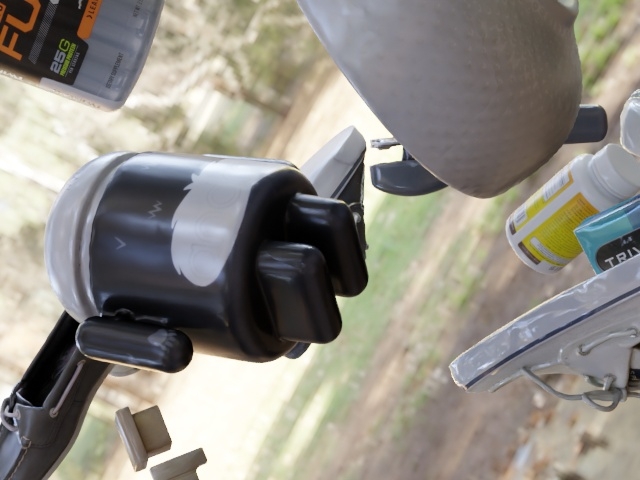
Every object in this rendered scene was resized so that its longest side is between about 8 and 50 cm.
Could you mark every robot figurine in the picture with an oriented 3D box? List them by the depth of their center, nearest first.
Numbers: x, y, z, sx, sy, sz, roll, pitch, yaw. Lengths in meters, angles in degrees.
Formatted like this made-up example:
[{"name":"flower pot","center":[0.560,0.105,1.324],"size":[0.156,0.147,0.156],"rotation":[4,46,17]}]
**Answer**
[{"name":"robot figurine","center":[-0.102,0.014,1.308],"size":[0.209,0.278,0.174],"rotation":[-6,-79,-64]}]

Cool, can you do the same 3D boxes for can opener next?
[{"name":"can opener","center":[0.198,-0.106,1.815],"size":[0.076,0.283,0.095],"rotation":[-98,4,-86]}]

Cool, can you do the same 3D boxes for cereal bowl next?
[{"name":"cereal bowl","center":[0.106,-0.208,1.224],"size":[0.141,0.339,0.339],"rotation":[-32,17,23]}]

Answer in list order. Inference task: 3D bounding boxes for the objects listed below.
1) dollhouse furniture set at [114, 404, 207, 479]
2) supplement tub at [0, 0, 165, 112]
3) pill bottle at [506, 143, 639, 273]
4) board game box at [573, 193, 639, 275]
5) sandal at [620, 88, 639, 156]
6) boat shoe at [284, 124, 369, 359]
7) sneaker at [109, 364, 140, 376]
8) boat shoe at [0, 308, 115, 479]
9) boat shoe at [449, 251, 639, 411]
[{"name":"dollhouse furniture set","center":[-0.126,0.272,1.051],"size":[0.173,0.356,0.303],"rotation":[-20,-16,-15]},{"name":"supplement tub","center":[-0.354,-0.289,1.807],"size":[0.193,0.316,0.194],"rotation":[-161,90,-76]},{"name":"pill bottle","center":[0.392,-0.051,2.332],"size":[0.215,0.117,0.117],"rotation":[-44,14,35]},{"name":"board game box","center":[0.510,0.076,1.914],"size":[0.253,0.336,0.079],"rotation":[-28,2,27]},{"name":"sandal","center":[0.383,-0.099,1.402],"size":[0.416,0.169,0.102],"rotation":[-15,-62,-49]},{"name":"boat shoe","center":[0.000,0.000,1.561],"size":[0.108,0.102,0.301],"rotation":[-36,19,38]},{"name":"sneaker","center":[-0.203,0.048,1.998],"size":[0.292,0.110,0.118],"rotation":[-52,-18,-6]},{"name":"boat shoe","center":[-0.292,0.142,1.703],"size":[0.335,0.095,0.112],"rotation":[-55,34,-2]},{"name":"boat shoe","center":[0.313,0.111,1.599],"size":[0.367,0.156,0.136],"rotation":[-30,-6,25]}]
